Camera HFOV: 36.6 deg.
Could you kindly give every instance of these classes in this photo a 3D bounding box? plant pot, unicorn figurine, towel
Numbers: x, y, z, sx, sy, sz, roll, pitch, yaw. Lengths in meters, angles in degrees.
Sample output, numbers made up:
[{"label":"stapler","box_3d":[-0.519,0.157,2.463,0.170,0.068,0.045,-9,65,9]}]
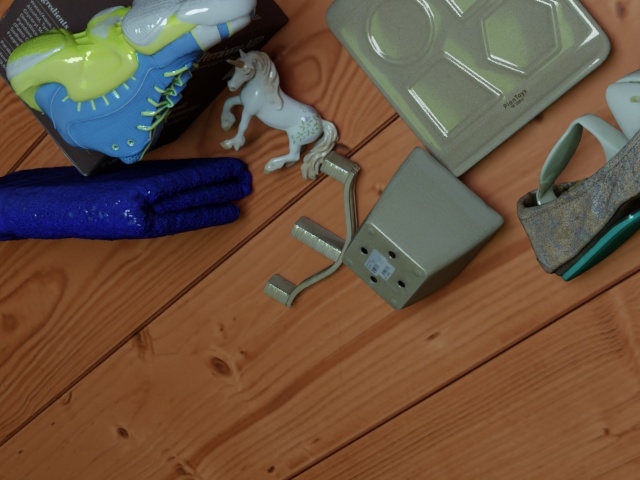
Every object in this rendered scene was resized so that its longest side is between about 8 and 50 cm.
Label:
[{"label":"plant pot","box_3d":[0.085,0.000,0.905,0.109,0.096,0.109,42,144,7]},{"label":"unicorn figurine","box_3d":[-0.052,-0.126,0.953,0.162,0.060,0.111,19,131,-30]},{"label":"towel","box_3d":[-0.250,-0.033,1.007,0.308,0.228,0.076,-1,102,26]}]

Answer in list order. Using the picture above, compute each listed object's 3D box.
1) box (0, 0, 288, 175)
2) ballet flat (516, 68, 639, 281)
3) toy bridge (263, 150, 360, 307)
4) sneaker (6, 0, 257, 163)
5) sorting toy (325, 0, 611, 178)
[{"label":"box","box_3d":[-0.180,-0.200,0.944,0.203,0.168,0.167,-40,89,32]},{"label":"ballet flat","box_3d":[0.248,-0.068,0.765,0.106,0.108,0.316,60,148,13]},{"label":"toy bridge","box_3d":[0.000,0.000,1.007,0.063,0.026,0.188,30,122,7]},{"label":"sneaker","box_3d":[-0.142,-0.139,0.815,0.240,0.091,0.126,-9,125,27]},{"label":"sorting toy","box_3d":[0.128,-0.190,0.874,0.193,0.038,0.208,-40,83,32]}]
